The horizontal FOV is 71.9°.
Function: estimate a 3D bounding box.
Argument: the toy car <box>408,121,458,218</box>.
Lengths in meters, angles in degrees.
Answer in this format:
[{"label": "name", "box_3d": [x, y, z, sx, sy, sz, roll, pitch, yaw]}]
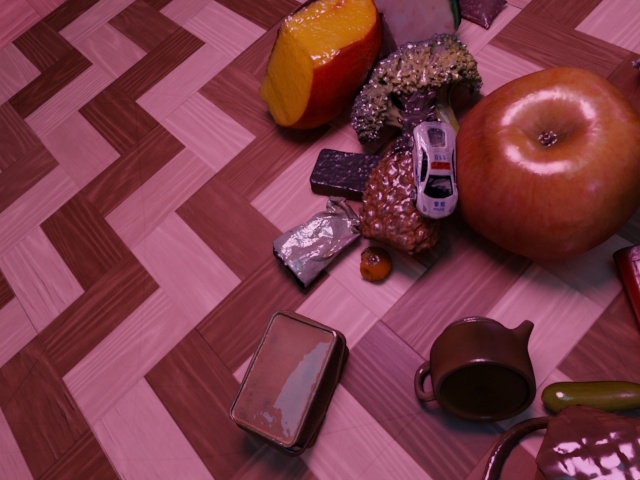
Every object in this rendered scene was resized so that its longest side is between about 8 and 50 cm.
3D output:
[{"label": "toy car", "box_3d": [0.236, -0.146, 0.907, 0.095, 0.056, 0.204, 1, 80, -9]}]

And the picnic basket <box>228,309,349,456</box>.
[{"label": "picnic basket", "box_3d": [-0.058, 0.297, 0.937, 0.165, 0.139, 0.266, 16, 69, 21]}]

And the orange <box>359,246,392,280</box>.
[{"label": "orange", "box_3d": [0.131, 0.053, 1.055, 0.086, 0.062, 0.086, -4, 65, 9]}]

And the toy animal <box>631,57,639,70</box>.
[{"label": "toy animal", "box_3d": [0.936, -0.376, 1.014, 0.357, 0.194, 0.258, 44, 56, 12]}]

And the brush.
[{"label": "brush", "box_3d": [0.075, -0.177, 1.182, 0.197, 0.059, 0.123, 12, 69, 19]}]

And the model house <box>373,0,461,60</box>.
[{"label": "model house", "box_3d": [0.210, -0.698, 1.276, 0.243, 0.298, 0.284, -29, 23, -8]}]

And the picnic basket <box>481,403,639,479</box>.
[{"label": "picnic basket", "box_3d": [0.405, 0.418, 0.714, 0.337, 0.337, 0.293, 21, 62, 22]}]

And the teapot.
[{"label": "teapot", "box_3d": [0.299, 0.236, 0.872, 0.268, 0.185, 0.175, -32, 21, 28]}]

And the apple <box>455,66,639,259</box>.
[{"label": "apple", "box_3d": [0.463, -0.156, 0.916, 0.391, 0.346, 0.391, -6, 68, 16]}]

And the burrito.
[{"label": "burrito", "box_3d": [0.000, 0.000, 1.102, 0.229, 0.089, 0.144, -39, 76, -6]}]

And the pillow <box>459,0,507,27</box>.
[{"label": "pillow", "box_3d": [0.473, -0.731, 1.365, 0.185, 0.043, 0.118, 38, 80, 27]}]

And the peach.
[{"label": "peach", "box_3d": [0.023, -0.480, 1.190, 0.306, 0.380, 0.242, -32, 77, -36]}]

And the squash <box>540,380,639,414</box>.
[{"label": "squash", "box_3d": [0.525, 0.299, 0.836, 0.201, 0.066, 0.066, -4, 63, 5]}]

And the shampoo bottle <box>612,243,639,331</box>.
[{"label": "shampoo bottle", "box_3d": [0.681, 0.154, 0.858, 0.118, 0.076, 0.314, -4, 63, 4]}]

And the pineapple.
[{"label": "pineapple", "box_3d": [0.201, -0.156, 1.011, 0.202, 0.202, 0.362, 9, 95, 18]}]

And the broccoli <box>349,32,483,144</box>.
[{"label": "broccoli", "box_3d": [0.253, -0.373, 1.128, 0.375, 0.249, 0.302, -28, 58, -7]}]
